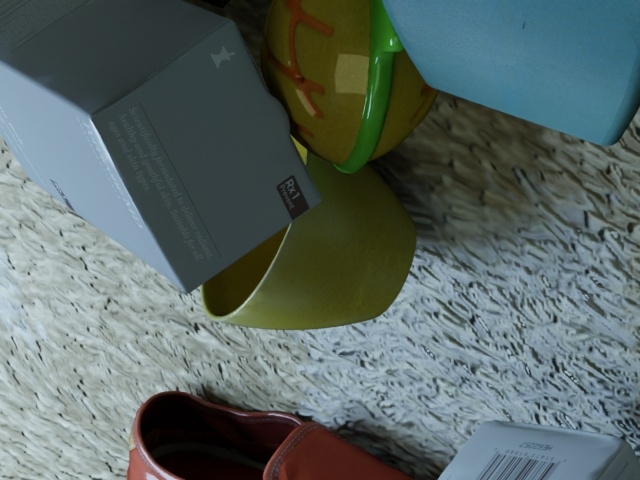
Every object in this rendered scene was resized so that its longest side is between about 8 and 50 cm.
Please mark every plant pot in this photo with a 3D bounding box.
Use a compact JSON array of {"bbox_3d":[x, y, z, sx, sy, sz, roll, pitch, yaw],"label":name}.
[{"bbox_3d":[0.000,0.000,1.188,0.095,0.134,0.134,21,145,-22],"label":"plant pot"},{"bbox_3d":[0.115,-0.171,0.913,0.165,0.166,0.234,21,145,19],"label":"plant pot"}]

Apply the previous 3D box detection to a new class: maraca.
[{"bbox_3d":[0.022,-0.112,1.056,0.099,0.127,0.185,-3,153,-14],"label":"maraca"}]

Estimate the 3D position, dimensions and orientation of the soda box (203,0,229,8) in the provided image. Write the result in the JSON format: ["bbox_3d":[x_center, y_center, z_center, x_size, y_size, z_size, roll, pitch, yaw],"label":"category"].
[{"bbox_3d":[-0.063,-0.213,1.075,0.060,0.053,0.169,22,138,18],"label":"soda box"}]

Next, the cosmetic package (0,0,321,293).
[{"bbox_3d":[-0.112,-0.074,1.130,0.238,0.107,0.127,33,154,59],"label":"cosmetic package"}]

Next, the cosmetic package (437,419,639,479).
[{"bbox_3d":[0.168,0.225,1.212,0.117,0.085,0.231,5,134,47],"label":"cosmetic package"}]

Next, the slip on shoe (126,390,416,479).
[{"bbox_3d":[-0.002,0.182,1.357,0.331,0.123,0.101,15,131,32],"label":"slip on shoe"}]
